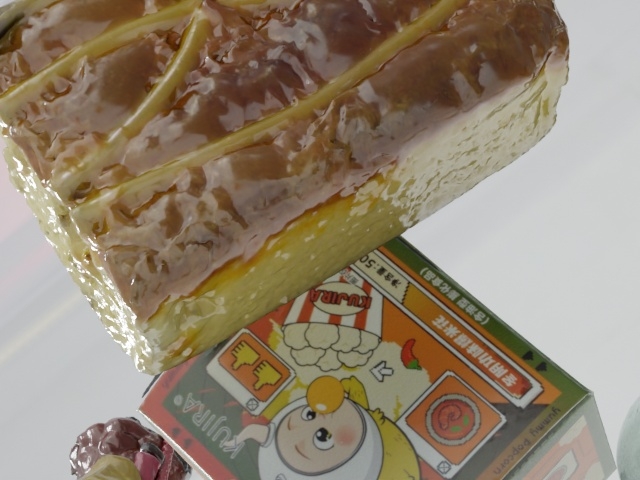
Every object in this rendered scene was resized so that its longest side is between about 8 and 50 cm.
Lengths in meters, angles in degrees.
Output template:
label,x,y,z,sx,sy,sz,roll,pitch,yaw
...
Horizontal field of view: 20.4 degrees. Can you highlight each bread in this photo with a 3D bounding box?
label,x,y,z,sx,sy,sz,roll,pitch,yaw
bread,-0.022,-0.080,0.899,0.185,0.274,0.114,53,160,19

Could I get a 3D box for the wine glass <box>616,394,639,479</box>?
label,x,y,z,sx,sy,sz,roll,pitch,yaw
wine glass,0.272,0.201,1.457,0.143,0.321,0.143,25,-136,-26

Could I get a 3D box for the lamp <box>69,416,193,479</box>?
label,x,y,z,sx,sy,sz,roll,pitch,yaw
lamp,-0.175,0.252,1.449,0.118,0.118,0.253,51,-157,-23

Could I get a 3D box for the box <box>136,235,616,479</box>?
label,x,y,z,sx,sy,sz,roll,pitch,yaw
box,0.035,0.112,1.019,0.195,0.177,0.148,41,172,28
